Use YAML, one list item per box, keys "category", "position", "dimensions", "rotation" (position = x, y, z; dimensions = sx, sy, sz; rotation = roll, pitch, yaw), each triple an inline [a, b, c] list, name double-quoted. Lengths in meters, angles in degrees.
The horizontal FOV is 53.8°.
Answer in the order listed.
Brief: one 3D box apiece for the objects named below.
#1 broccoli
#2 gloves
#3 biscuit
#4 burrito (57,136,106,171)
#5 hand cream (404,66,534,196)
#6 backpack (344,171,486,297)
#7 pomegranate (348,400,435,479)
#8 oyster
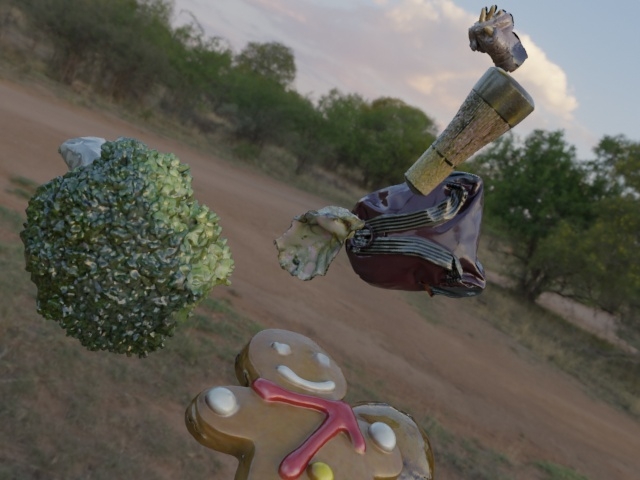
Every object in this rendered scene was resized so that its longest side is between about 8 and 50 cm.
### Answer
- category: "broccoli"
  position: [-0.246, 0.022, 0.830]
  dimensions: [0.260, 0.288, 0.235]
  rotation: [6, 48, -57]
- category: "gloves"
  position: [0.380, -0.426, 1.356]
  dimensions: [0.110, 0.144, 0.094]
  rotation: [-23, 2, -27]
- category: "biscuit"
  position: [-0.014, 0.185, 0.567]
  dimensions: [0.216, 0.047, 0.340]
  rotation: [23, 25, -15]
- category: "burrito"
  position: [-0.415, -0.088, 1.275]
  dimensions: [0.445, 0.101, 0.139]
  rotation: [48, 3, 39]
- category: "hand cream"
  position: [0.198, -0.140, 0.877]
  dimensions: [0.084, 0.203, 0.084]
  rotation: [38, 18, -15]
- category: "backpack"
  position: [0.210, -0.012, 1.428]
  dimensions: [0.317, 0.283, 0.197]
  rotation: [0, -4, 13]
- category: "pomegranate"
  position: [0.098, 0.491, 1.327]
  dimensions: [0.322, 0.322, 0.322]
  rotation: [27, 6, -3]
- category: "oyster"
  position: [-0.008, -0.003, 1.243]
  dimensions: [0.133, 0.209, 0.072]
  rotation: [46, 39, 19]
